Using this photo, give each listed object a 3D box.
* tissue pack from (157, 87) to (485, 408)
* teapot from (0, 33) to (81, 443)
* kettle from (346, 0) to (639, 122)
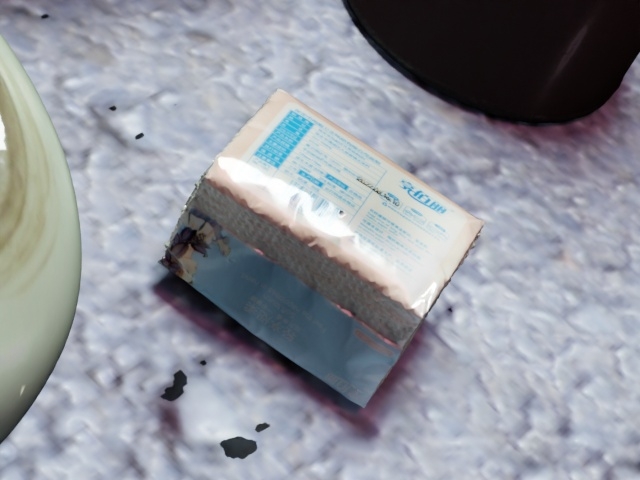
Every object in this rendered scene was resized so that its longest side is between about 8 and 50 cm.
[{"bbox_3d":[0.000,0.000,0.655,0.094,0.058,0.074,34,40,4],"label":"tissue pack"},{"bbox_3d":[-0.158,-0.032,0.539,0.220,0.149,0.318,56,27,-4],"label":"teapot"},{"bbox_3d":[0.127,-0.190,0.778,0.144,0.232,0.202,34,42,3],"label":"kettle"}]
